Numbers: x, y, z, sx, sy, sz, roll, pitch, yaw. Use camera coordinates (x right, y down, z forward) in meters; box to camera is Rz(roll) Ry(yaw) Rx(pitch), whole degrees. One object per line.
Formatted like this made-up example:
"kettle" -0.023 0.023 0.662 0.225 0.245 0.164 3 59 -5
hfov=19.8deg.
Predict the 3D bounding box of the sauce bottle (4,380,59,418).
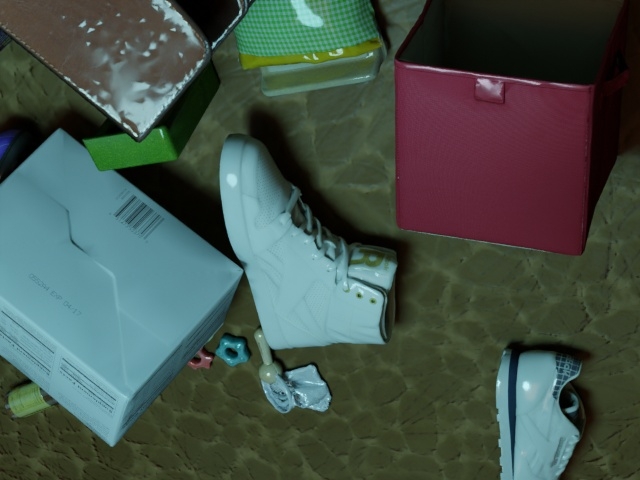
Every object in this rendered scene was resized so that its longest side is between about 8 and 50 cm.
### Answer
"sauce bottle" -0.336 0.187 2.281 0.128 0.042 0.042 -21 115 30

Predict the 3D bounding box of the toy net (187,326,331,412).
"toy net" -0.096 0.147 2.153 0.232 0.045 0.122 37 128 -8

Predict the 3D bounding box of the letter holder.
"letter holder" -0.204 -0.280 1.689 0.302 0.152 0.214 40 110 -8

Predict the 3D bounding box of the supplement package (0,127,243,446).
"supplement package" -0.253 0.050 1.991 0.262 0.204 0.145 38 151 7

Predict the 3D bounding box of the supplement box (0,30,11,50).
"supplement box" -0.370 -0.239 1.974 0.043 0.055 0.083 5 125 20

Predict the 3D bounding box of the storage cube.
"storage cube" 0.185 -0.122 1.757 0.215 0.184 0.193 9 128 15

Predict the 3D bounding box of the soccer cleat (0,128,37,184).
"soccer cleat" -0.423 -0.026 2.122 0.116 0.109 0.318 34 132 0

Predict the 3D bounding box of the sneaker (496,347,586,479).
"sneaker" 0.250 0.224 2.053 0.094 0.090 0.235 -1 126 11

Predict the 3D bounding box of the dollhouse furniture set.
"dollhouse furniture set" -0.106 -0.208 1.829 0.301 0.151 0.198 -7 121 26

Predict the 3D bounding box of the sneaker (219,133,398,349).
"sneaker" 0.000 0.000 1.978 0.169 0.108 0.293 -1 134 20
